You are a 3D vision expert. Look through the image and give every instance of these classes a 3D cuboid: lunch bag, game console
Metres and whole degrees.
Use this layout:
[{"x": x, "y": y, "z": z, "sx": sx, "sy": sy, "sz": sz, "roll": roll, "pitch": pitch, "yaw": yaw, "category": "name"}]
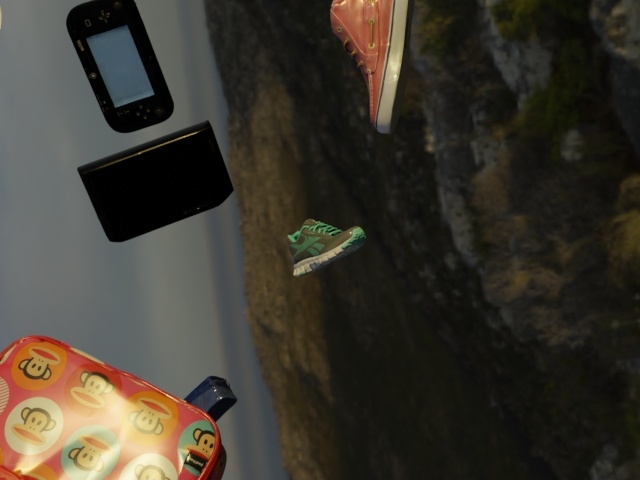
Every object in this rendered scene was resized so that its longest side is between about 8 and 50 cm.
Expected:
[{"x": -0.277, "y": 0.268, "z": 1.067, "sx": 0.120, "sy": 0.293, "sz": 0.258, "roll": 91, "pitch": -155, "yaw": -61, "category": "lunch bag"}, {"x": -0.281, "y": -0.182, "z": 1.425, "sx": 0.044, "sy": 0.213, "sz": 0.361, "roll": -124, "pitch": 14, "yaw": -62, "category": "game console"}, {"x": -0.215, "y": 0.305, "z": 1.854, "sx": 0.065, "sy": 0.098, "sz": 0.067, "roll": 50, "pitch": -172, "yaw": 28, "category": "lunch bag"}]

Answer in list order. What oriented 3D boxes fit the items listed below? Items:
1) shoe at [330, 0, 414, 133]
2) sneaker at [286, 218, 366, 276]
[{"x": 0.052, "y": -0.205, "z": 1.022, "sx": 0.063, "sy": 0.081, "sz": 0.178, "roll": -17, "pitch": -66, "yaw": -77, "category": "shoe"}, {"x": 0.000, "y": 0.000, "z": 1.445, "sx": 0.166, "sy": 0.065, "sz": 0.076, "roll": -26, "pitch": 85, "yaw": 48, "category": "sneaker"}]
